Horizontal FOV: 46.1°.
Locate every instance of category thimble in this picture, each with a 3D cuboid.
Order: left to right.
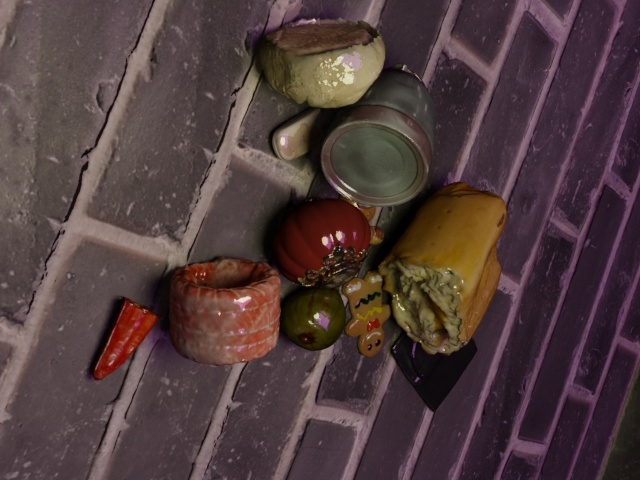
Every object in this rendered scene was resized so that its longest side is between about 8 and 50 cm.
[{"bbox_3d":[-0.190,0.135,1.517,0.239,0.239,0.162,-13,112,-39],"label":"thimble"}]

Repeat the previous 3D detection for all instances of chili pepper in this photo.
[{"bbox_3d":[-0.392,0.200,1.469,0.088,0.065,0.168,37,80,-40],"label":"chili pepper"}]

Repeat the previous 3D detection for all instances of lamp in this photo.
[{"bbox_3d":[0.000,0.000,1.673,0.227,0.227,0.226,-12,109,-39],"label":"lamp"}]

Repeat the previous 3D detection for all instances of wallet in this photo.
[{"bbox_3d":[0.335,0.315,2.160,0.247,0.041,0.323,-49,131,-19],"label":"wallet"}]

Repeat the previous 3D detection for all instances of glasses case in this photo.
[{"bbox_3d":[-0.024,-0.248,1.678,0.204,0.051,0.081,-38,123,-29],"label":"glasses case"}]

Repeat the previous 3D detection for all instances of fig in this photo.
[{"bbox_3d":[0.000,0.143,1.787,0.151,0.152,0.259,65,32,-31],"label":"fig"}]

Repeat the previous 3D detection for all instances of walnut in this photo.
[{"bbox_3d":[0.098,-0.084,1.832,0.121,0.052,0.091,40,72,-43],"label":"walnut"}]

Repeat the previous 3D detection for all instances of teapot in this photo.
[{"bbox_3d":[0.144,-0.229,1.698,0.314,0.233,0.312,101,8,-47],"label":"teapot"}]

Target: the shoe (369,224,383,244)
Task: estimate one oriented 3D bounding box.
[{"bbox_3d":[0.099,-0.006,1.831,0.109,0.072,0.069,-41,150,14],"label":"shoe"}]

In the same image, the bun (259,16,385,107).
[{"bbox_3d":[0.011,-0.359,1.553,0.259,0.259,0.152,-26,127,-34],"label":"bun"}]

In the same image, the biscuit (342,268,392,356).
[{"bbox_3d":[0.126,0.193,1.944,0.158,0.035,0.240,-24,116,-32],"label":"biscuit"}]

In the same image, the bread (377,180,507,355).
[{"bbox_3d":[0.322,0.050,1.932,0.394,0.250,0.361,-57,153,-32],"label":"bread"}]
